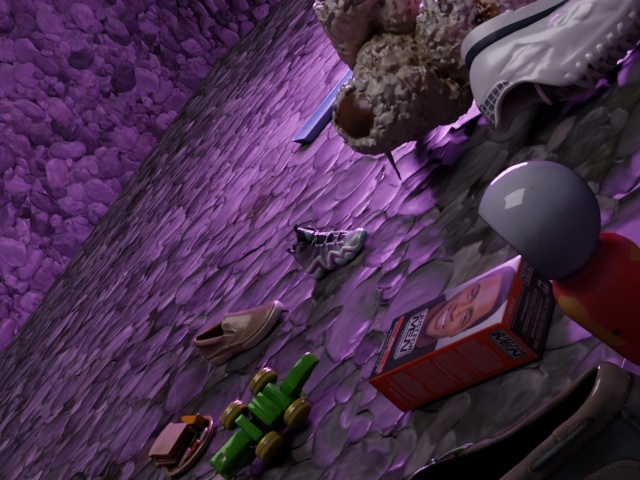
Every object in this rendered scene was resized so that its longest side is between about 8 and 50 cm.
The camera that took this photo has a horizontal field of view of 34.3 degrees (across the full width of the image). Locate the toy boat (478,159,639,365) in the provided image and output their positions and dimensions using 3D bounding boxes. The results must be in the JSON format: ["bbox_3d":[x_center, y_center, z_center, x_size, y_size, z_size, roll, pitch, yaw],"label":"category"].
[{"bbox_3d":[0.219,-0.016,0.486,0.318,0.148,0.268,-26,28,53],"label":"toy boat"}]

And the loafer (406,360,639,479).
[{"bbox_3d":[0.088,0.140,0.580,0.267,0.084,0.096,-37,20,36],"label":"loafer"}]

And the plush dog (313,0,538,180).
[{"bbox_3d":[0.140,-0.205,1.138,0.225,0.210,0.263,-24,54,25],"label":"plush dog"}]

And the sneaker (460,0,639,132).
[{"bbox_3d":[0.244,-0.183,0.938,0.235,0.090,0.095,-29,56,27],"label":"sneaker"}]

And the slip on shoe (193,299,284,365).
[{"bbox_3d":[-0.097,0.102,1.217,0.135,0.041,0.051,-34,22,41],"label":"slip on shoe"}]

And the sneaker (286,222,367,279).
[{"bbox_3d":[0.000,0.000,1.148,0.098,0.069,0.038,-36,21,36],"label":"sneaker"}]

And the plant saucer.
[{"bbox_3d":[0.025,-0.232,1.700,0.192,0.018,0.067,-53,17,-11],"label":"plant saucer"}]

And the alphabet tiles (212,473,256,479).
[{"bbox_3d":[-0.147,0.310,0.937,0.237,0.009,0.198,-41,18,27],"label":"alphabet tiles"}]

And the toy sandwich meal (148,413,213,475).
[{"bbox_3d":[-0.149,0.216,1.114,0.085,0.029,0.086,-44,17,17],"label":"toy sandwich meal"}]

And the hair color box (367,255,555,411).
[{"bbox_3d":[0.104,0.071,0.769,0.141,0.043,0.072,-32,22,43],"label":"hair color box"}]

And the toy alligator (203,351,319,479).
[{"bbox_3d":[-0.064,0.181,0.943,0.190,0.056,0.051,-49,-24,-7],"label":"toy alligator"}]
